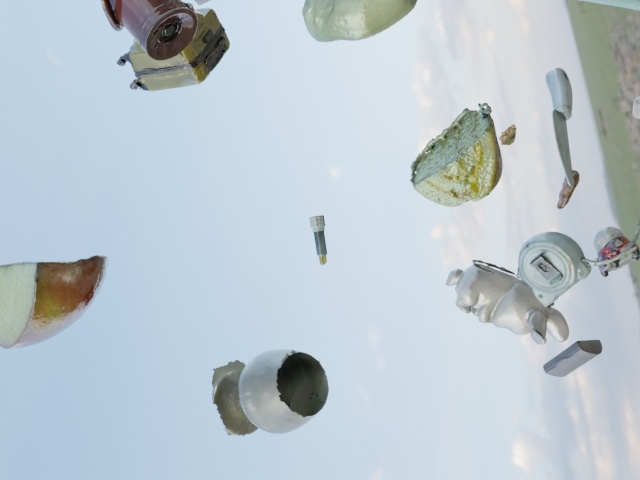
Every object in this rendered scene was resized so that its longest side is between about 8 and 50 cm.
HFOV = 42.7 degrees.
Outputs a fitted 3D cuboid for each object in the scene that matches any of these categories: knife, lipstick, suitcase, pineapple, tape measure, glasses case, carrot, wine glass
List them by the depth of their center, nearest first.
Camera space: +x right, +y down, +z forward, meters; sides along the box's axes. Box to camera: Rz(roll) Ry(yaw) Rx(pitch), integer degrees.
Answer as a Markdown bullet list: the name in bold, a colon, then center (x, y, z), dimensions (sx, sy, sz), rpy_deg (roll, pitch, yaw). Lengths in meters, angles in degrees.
- **knife**: center (0.521, -0.258, 1.771), dimensions (0.080, 0.044, 0.331), rpy_deg (43, -139, -35)
- **tape measure**: center (0.560, 0.009, 1.782), dimensions (0.164, 0.330, 0.084), rpy_deg (42, -139, 5)
- **lipstick**: center (0.000, 0.000, 1.895), dimensions (0.037, 0.037, 0.116), rpy_deg (-9, -90, -70)
- **carrot**: center (0.595, -0.117, 1.978), dimensions (0.165, 0.036, 0.035), rpy_deg (88, 180, -60)
- **suitcase**: center (-0.354, -0.470, 1.981), dimensions (0.143, 0.235, 0.194), rpy_deg (65, -144, -37)
- **pineapple**: center (0.470, -0.259, 2.049), dimensions (0.083, 0.045, 0.019), rpy_deg (75, 171, -67)
- **glasses case**: center (0.651, 0.304, 2.114), dimensions (0.190, 0.072, 0.042), rpy_deg (116, 156, -60)
- **wine glass**: center (-0.138, 0.412, 2.228), dimensions (0.238, 0.323, 0.238), rpy_deg (18, -119, -36)

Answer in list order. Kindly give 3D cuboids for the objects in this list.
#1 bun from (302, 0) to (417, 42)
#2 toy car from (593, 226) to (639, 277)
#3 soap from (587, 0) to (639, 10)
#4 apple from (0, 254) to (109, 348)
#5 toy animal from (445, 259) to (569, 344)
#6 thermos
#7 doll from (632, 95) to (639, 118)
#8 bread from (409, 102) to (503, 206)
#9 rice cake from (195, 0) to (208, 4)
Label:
- **bun**: center (0.067, -0.437, 1.440), dimensions (0.221, 0.221, 0.108), rpy_deg (-79, -33, -50)
- **toy car**: center (0.754, 0.017, 2.106), dimensions (0.112, 0.112, 0.139), rpy_deg (62, -179, 17)
- **soap**: center (0.549, -0.421, 1.376), dimensions (0.114, 0.198, 0.063), rpy_deg (-14, -61, -37)
- **apple**: center (-0.544, 0.099, 1.604), dimensions (0.179, 0.346, 0.254), rpy_deg (45, -120, -25)
- **toy animal**: center (0.503, 0.167, 2.199), dimensions (0.208, 0.325, 0.154), rpy_deg (1, -68, -47)
- **thermos**: center (-0.287, -0.384, 1.237), dimensions (0.232, 0.124, 0.099), rpy_deg (48, 168, 20)
- **doll**: center (0.787, -0.295, 1.816), dimensions (0.161, 0.160, 0.059), rpy_deg (-104, 3, -54)
- **bread**: center (0.218, -0.110, 1.176), dimensions (0.110, 0.156, 0.103), rpy_deg (38, -141, -17)
- **rice cake**: center (-0.187, -0.533, 1.574), dimensions (0.106, 0.298, 0.050), rpy_deg (49, -116, -27)
